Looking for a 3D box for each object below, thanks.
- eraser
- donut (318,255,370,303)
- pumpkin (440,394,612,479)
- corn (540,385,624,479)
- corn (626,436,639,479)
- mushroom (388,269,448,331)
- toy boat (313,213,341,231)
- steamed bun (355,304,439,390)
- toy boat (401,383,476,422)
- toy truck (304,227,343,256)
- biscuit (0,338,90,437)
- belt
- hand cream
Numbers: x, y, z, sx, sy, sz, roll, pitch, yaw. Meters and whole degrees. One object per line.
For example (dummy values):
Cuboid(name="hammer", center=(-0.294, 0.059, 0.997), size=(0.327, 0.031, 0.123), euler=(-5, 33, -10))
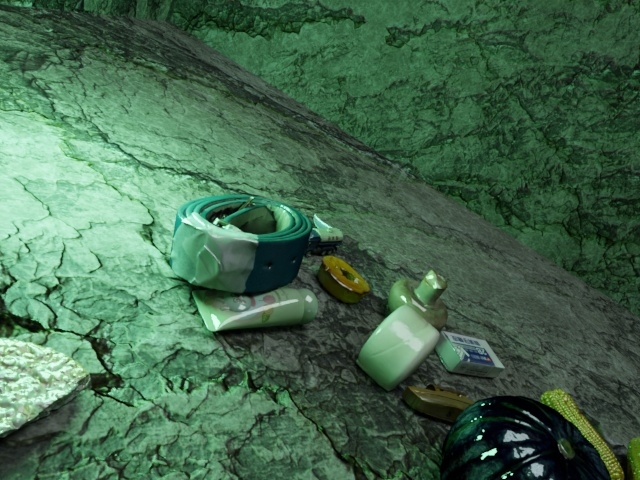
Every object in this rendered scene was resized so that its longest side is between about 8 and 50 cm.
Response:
Cuboid(name="eraser", center=(0.461, 0.357, 1.597), size=(0.210, 0.068, 0.124), euler=(16, 28, -31))
Cuboid(name="donut", center=(0.065, 0.124, 1.585), size=(0.178, 0.065, 0.162), euler=(45, 23, 28))
Cuboid(name="pumpkin", center=(0.427, 0.503, 1.062), size=(0.363, 0.266, 0.363), euler=(27, 28, -16))
Cuboid(name="corn", center=(0.763, 0.573, 1.502), size=(0.102, 0.102, 0.313), euler=(14, 30, -33))
Cuboid(name="corn", center=(0.949, 0.688, 1.467), size=(0.130, 0.130, 0.347), euler=(38, 25, 14))
Cuboid(name="mushroom", center=(0.318, 0.185, 1.594), size=(0.204, 0.204, 0.204), euler=(25, 26, -13))
Cuboid(name="toy boat", center=(0.009, -0.052, 1.891), size=(0.122, 0.034, 0.096), euler=(32, 24, 22))
Cuboid(name="steamed bun", center=(0.217, 0.273, 1.362), size=(0.146, 0.164, 0.241), euler=(41, 25, 17))
Cuboid(name="toy boat", center=(0.312, 0.417, 1.326), size=(0.226, 0.068, 0.088), euler=(20, 22, -18))
Cuboid(name="toy truck", center=(0.000, 0.000, 1.705), size=(0.201, 0.088, 0.074), euler=(-2, 43, -50))
Cuboid(name="biscuit", center=(-0.496, 0.227, 0.790), size=(0.265, 0.040, 0.188), euler=(11, 32, -35))
Cuboid(name="belt", center=(-0.195, -0.004, 1.338), size=(0.300, 0.173, 0.436), euler=(21, 22, 19))
Cuboid(name="hand cream", center=(-0.150, 0.166, 1.255), size=(0.305, 0.093, 0.147), euler=(1, 33, -33))
